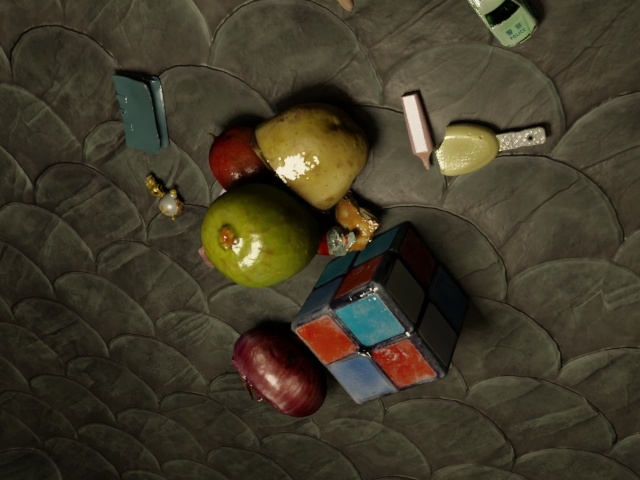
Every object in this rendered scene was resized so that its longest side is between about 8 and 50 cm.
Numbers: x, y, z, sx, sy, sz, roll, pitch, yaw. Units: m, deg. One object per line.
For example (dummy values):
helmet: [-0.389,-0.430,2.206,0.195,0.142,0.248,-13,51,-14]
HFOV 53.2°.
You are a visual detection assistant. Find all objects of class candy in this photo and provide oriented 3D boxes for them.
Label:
candy: [0.001,-0.001,1.767,0.292,0.059,0.086,6,114,47]

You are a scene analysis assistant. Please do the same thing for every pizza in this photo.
pizza: [0.102,-0.050,1.713,0.161,0.062,0.182,11,121,49]

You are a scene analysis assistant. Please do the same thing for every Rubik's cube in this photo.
Rubik's cube: [0.166,0.196,1.709,0.318,0.316,0.313,-29,106,35]

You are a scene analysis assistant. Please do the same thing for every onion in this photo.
onion: [-0.101,0.382,1.994,0.347,0.347,0.285,39,87,-5]

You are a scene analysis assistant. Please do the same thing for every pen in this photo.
pen: [0.239,-0.260,1.543,0.053,0.032,0.197,-5,117,26]

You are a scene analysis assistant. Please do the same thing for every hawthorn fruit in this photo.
hawthorn fruit: [-0.203,-0.217,1.679,0.251,0.189,0.189,44,130,8]

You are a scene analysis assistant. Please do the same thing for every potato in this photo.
potato: [-0.004,-0.225,1.569,0.242,0.242,0.285,-35,95,37]

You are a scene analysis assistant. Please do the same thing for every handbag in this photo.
handbag: [-0.506,-0.358,1.797,0.144,0.057,0.221,15,129,23]

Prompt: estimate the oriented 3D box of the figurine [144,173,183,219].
figurine: [-0.471,-0.134,1.922,0.101,0.068,0.143,0,123,44]

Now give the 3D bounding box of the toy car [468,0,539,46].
toy car: [0.353,-0.495,1.301,0.090,0.076,0.224,-33,105,35]

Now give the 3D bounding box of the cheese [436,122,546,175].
cheese: [0.391,-0.226,1.487,0.255,0.050,0.127,-9,117,27]

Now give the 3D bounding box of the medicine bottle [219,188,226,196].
medicine bottle: [-0.178,-0.088,1.788,0.212,0.122,0.122,35,129,-1]

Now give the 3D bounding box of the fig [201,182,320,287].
fig: [-0.127,-0.015,1.589,0.258,0.326,0.258,0,90,40]

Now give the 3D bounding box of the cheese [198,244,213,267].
cheese: [-0.233,0.011,1.913,0.285,0.074,0.189,-18,116,18]

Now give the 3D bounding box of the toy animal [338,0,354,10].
toy animal: [0.095,-0.618,1.260,0.256,0.195,0.213,-28,116,33]
